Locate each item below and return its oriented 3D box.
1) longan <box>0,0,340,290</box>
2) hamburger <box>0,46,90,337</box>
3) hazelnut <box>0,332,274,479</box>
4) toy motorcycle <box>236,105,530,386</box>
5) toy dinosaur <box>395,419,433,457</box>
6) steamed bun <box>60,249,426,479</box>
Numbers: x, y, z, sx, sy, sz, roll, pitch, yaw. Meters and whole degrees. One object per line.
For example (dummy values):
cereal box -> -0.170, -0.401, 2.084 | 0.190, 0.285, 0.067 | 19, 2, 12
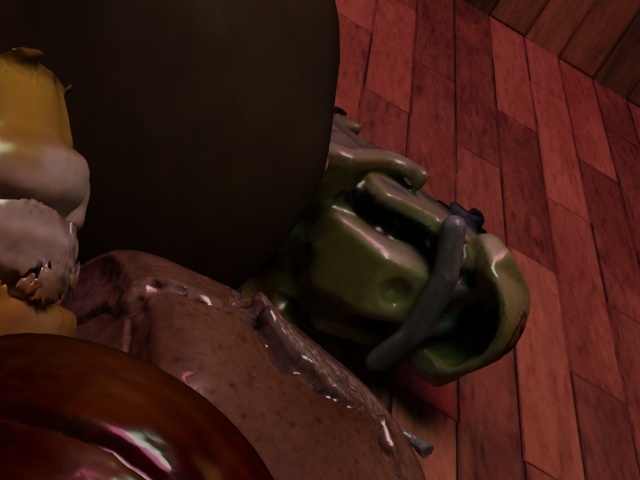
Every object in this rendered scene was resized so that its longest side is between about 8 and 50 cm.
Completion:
longan -> -0.169, -0.110, 1.218 | 0.361, 0.361, 0.361 | 29, 19, -11
hamburger -> -0.238, 0.030, 0.931 | 0.276, 0.276, 0.237 | 7, 76, -52
hazelnut -> -0.120, 0.147, 0.785 | 0.229, 0.229, 0.229 | 29, 19, -11
toy motorcycle -> 0.000, 0.000, 1.504 | 0.410, 0.169, 0.237 | 15, 19, -30
toy dinosaur -> 0.013, 0.132, 1.375 | 0.082, 0.039, 0.209 | 38, 9, 24
steamed bun -> -0.055, 0.126, 1.044 | 0.251, 0.199, 0.301 | 25, 20, -23
